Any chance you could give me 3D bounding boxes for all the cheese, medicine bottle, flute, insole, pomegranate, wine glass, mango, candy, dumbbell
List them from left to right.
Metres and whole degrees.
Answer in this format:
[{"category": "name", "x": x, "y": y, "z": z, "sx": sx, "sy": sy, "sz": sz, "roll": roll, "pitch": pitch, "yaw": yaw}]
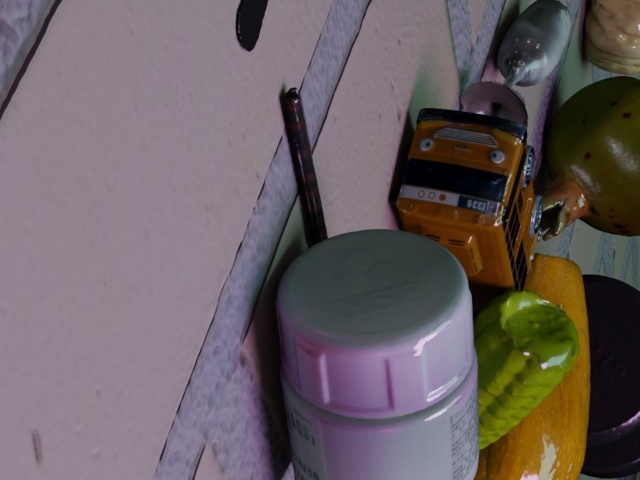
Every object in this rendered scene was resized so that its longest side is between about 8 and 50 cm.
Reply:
[{"category": "insole", "x": -0.028, "y": -0.172, "z": 0.845, "sx": 0.045, "sy": 0.002, "sz": 0.135, "roll": 54, "pitch": 48, "yaw": -63}, {"category": "flute", "x": 0.000, "y": 0.000, "z": 0.989, "sx": 0.269, "sy": 0.014, "sz": 0.014, "roll": 78, "pitch": 27, "yaw": -46}, {"category": "medicine bottle", "x": 0.039, "y": 0.093, "z": 0.958, "sx": 0.135, "sy": 0.135, "sz": 0.168, "roll": -61, "pitch": 153, "yaw": -46}, {"category": "candy", "x": 0.139, "y": 0.132, "z": 1.264, "sx": 0.209, "sy": 0.096, "sz": 0.097, "roll": -53, "pitch": -179, "yaw": 37}, {"category": "mango", "x": 0.203, "y": 0.167, "z": 1.468, "sx": 0.187, "sy": 0.144, "sz": 0.359, "roll": 80, "pitch": 23, "yaw": -49}, {"category": "wine glass", "x": 0.201, "y": -0.176, "z": 1.429, "sx": 0.262, "sy": 0.074, "sz": 0.074, "roll": -55, "pitch": 148, "yaw": -54}, {"category": "dumbbell", "x": 0.342, "y": 0.177, "z": 1.791, "sx": 0.322, "sy": 0.203, "sz": 0.204, "roll": 45, "pitch": 55, "yaw": -67}, {"category": "pomegranate", "x": 0.354, "y": -0.091, "z": 1.746, "sx": 0.246, "sy": 0.198, "sz": 0.198, "roll": -30, "pitch": 129, "yaw": -44}, {"category": "cheese", "x": 0.428, "y": -0.334, "z": 1.965, "sx": 0.226, "sy": 0.117, "sz": 0.214, "roll": -43, "pitch": 144, "yaw": -69}]

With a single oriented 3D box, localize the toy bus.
[{"category": "toy bus", "x": 0.127, "y": -0.021, "z": 1.228, "sx": 0.201, "sy": 0.098, "sz": 0.114, "roll": 65, "pitch": 39, "yaw": -63}]
